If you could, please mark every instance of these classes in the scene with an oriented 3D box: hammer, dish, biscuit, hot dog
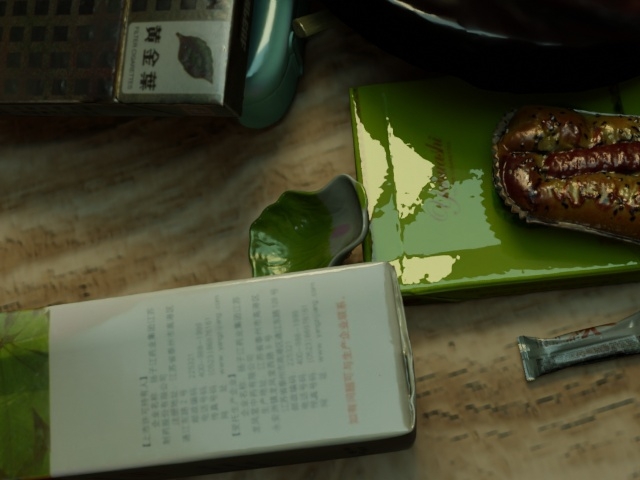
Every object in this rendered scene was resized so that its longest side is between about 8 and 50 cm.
[{"bbox_3d":[0.063,-0.206,0.698,0.199,0.013,0.062,-27,74,-26],"label":"hammer"},{"bbox_3d":[0.000,0.000,0.643,0.137,0.039,0.091,-34,60,37],"label":"dish"},{"bbox_3d":[0.154,-0.289,0.677,0.407,0.091,0.407,2,64,-5],"label":"biscuit"},{"bbox_3d":[0.220,-0.050,0.596,0.191,0.059,0.108,6,68,11],"label":"hot dog"}]

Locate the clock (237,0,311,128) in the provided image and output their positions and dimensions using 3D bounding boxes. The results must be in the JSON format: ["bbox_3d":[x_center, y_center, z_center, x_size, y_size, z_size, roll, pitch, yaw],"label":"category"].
[{"bbox_3d":[-0.145,-0.219,0.725,0.274,0.094,0.224,6,72,11],"label":"clock"}]

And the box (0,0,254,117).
[{"bbox_3d":[-0.208,-0.188,0.645,0.325,0.047,0.180,3,82,18],"label":"box"}]

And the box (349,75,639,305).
[{"bbox_3d":[0.196,-0.054,0.653,0.335,0.047,0.187,-6,71,4],"label":"box"}]

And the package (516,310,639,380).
[{"bbox_3d":[0.207,0.079,0.623,0.110,0.015,0.037,-12,70,1],"label":"package"}]

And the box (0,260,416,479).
[{"bbox_3d":[-0.088,0.104,0.552,0.299,0.200,0.106,-9,72,4],"label":"box"}]
